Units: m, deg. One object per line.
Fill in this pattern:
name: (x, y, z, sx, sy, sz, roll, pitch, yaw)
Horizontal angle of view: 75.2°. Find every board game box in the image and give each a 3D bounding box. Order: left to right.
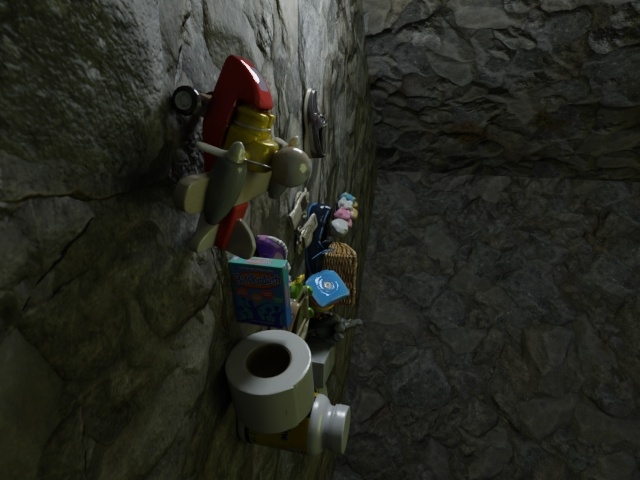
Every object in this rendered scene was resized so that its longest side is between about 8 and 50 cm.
board game box: (-0.169, 0.149, 1.191, 0.047, 0.160, 0.210, -60, 151, -60)

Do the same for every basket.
basket: (0.092, 0.163, 2.143, 0.213, 0.223, 0.298, -48, 140, -68)

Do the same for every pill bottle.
pill bottle: (-0.080, 0.579, 1.343, 0.188, 0.335, 0.187, 5, 90, -77)

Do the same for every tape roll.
tape roll: (-0.143, 0.406, 1.216, 0.246, 0.247, 0.168, -65, 157, -55)

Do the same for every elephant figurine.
elephant figurine: (0.077, 0.433, 2.094, 0.169, 0.186, 0.239, -50, 169, 15)

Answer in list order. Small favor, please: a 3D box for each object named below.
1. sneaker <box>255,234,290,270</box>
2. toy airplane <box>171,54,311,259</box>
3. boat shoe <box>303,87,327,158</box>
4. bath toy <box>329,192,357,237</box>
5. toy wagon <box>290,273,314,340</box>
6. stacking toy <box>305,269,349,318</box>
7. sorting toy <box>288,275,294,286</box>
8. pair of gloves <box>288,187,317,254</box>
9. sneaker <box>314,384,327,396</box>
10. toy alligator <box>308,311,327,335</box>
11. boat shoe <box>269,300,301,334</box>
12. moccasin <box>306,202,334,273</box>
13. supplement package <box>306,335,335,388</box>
sneaker: (-0.161, 0.076, 1.357, 0.236, 0.095, 0.104, 78, 29, -53)
toy airplane: (-0.155, -0.138, 0.903, 0.384, 0.273, 0.385, 74, 24, -57)
boat shoe: (-0.018, -0.481, 1.724, 0.103, 0.093, 0.284, -51, 144, -67)
bath toy: (0.133, -0.129, 2.432, 0.129, 0.152, 0.348, -50, -168, 40)
toy wagon: (-0.096, 0.294, 1.745, 0.267, 0.068, 0.343, -61, 152, -60)
stacking toy: (0.003, 0.292, 2.011, 0.175, 0.165, 0.301, -21, 151, -28)
sorting toy: (-0.138, 0.141, 1.593, 0.083, 0.045, 0.075, -33, 108, -73)
pair of gloves: (-0.078, -0.082, 1.728, 0.240, 0.042, 0.204, 74, 28, -45)
sneaker: (-0.019, 0.813, 2.213, 0.232, 0.091, 0.115, -54, 143, -66)
toy alligator: (-0.022, 0.410, 2.135, 0.051, 0.056, 0.190, 55, 42, -9)
boat shoe: (-0.130, 0.391, 1.540, 0.122, 0.110, 0.340, -30, 125, -73)
moccasin: (0.000, 0.000, 1.921, 0.137, 0.117, 0.341, -54, 146, -65)
supplement package: (-0.018, 0.585, 2.026, 0.244, 0.134, 0.138, -43, 136, -70)
